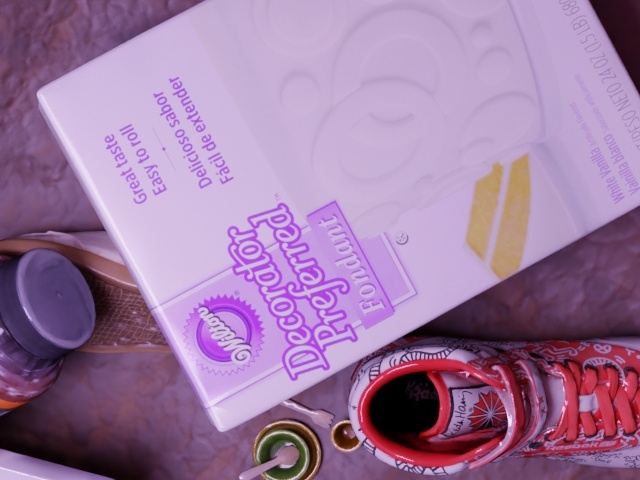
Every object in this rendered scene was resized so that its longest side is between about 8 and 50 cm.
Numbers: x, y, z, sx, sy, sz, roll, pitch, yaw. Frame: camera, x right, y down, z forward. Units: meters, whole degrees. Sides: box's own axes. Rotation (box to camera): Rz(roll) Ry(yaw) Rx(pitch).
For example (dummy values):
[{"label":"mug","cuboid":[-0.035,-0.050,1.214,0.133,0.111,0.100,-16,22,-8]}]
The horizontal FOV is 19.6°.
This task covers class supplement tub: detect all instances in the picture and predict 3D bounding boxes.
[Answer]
[{"label":"supplement tub","cuboid":[-0.242,0.073,1.221,0.198,0.106,0.106,-28,90,30]}]

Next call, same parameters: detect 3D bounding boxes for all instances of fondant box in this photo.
[{"label":"fondant box","cuboid":[0.024,-0.061,1.166,0.330,0.096,0.238,-29,90,-5]}]

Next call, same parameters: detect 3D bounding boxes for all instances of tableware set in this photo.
[{"label":"tableware set","cuboid":[-0.012,0.189,1.265,0.104,0.024,0.154,21,97,6]}]

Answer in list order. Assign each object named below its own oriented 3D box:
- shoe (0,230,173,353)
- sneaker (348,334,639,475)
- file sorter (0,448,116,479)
[{"label":"shoe","cuboid":[-0.129,0.036,1.260,0.219,0.058,0.076,11,118,11]},{"label":"sneaker","cuboid":[0.150,0.107,1.174,0.270,0.145,0.090,3,95,8]},{"label":"file sorter","cuboid":[-0.257,0.285,1.185,0.193,0.173,0.277,14,121,7]}]
